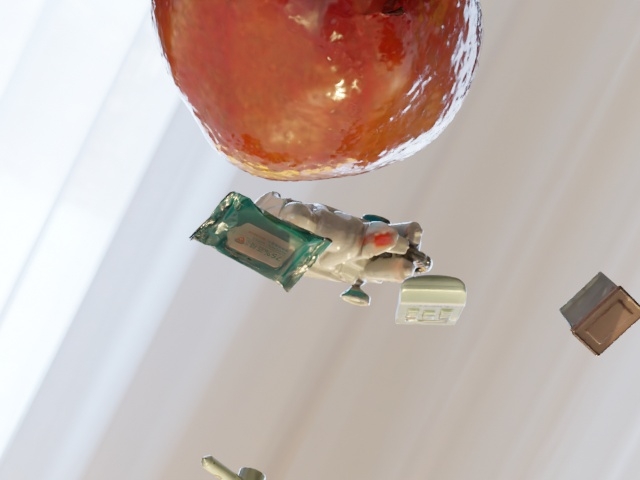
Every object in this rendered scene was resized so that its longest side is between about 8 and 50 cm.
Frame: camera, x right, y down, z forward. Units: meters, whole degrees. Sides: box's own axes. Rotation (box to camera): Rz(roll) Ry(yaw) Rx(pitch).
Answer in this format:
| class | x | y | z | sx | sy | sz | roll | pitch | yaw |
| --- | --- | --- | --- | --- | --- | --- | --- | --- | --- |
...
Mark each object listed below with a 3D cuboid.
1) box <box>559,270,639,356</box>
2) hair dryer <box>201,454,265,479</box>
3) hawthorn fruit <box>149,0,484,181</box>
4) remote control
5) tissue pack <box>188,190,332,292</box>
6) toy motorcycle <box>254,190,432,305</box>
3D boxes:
| class | x | y | z | sx | sy | sz | roll | pitch | yaw |
| --- | --- | --- | --- | --- | --- | --- | --- | --- | --- |
| box | 0.348 | 0.088 | 1.836 | 0.060 | 0.084 | 0.063 | 41 | -170 | -26 |
| hair dryer | -0.152 | 0.398 | 2.438 | 0.047 | 0.082 | 0.137 | -11 | 137 | 42 |
| hawthorn fruit | -0.010 | -0.199 | 1.246 | 0.295 | 0.295 | 0.311 | 31 | 159 | 32 |
| remote control | 0.101 | 0.057 | 1.372 | 0.061 | 0.029 | 0.162 | 3 | 169 | 1 |
| tissue pack | -0.065 | -0.002 | 1.627 | 0.138 | 0.085 | 0.028 | 31 | -152 | -23 |
| toy motorcycle | 0.000 | 0.000 | 1.788 | 0.260 | 0.110 | 0.171 | 7 | 164 | 32 |
